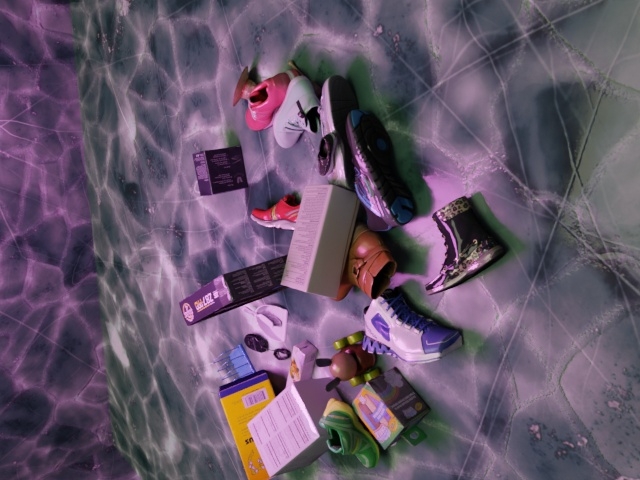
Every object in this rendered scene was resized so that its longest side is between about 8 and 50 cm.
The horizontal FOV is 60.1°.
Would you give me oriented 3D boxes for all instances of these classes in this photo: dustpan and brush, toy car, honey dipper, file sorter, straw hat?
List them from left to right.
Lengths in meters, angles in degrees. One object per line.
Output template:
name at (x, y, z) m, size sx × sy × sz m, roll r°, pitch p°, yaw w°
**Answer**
file sorter at (-0.351, 0.539, 2.277) m, size 0.170 × 0.104 × 0.118 m, roll 59°, pitch 136°, yaw 16°
straw hat at (-0.240, -0.502, 1.847) m, size 0.061 × 0.145 × 0.145 m, roll 23°, pitch 127°, yaw -3°
dustpan and brush at (-0.217, 0.287, 2.082) m, size 0.211 × 0.060 × 0.148 m, roll 26°, pitch 121°, yaw 40°
honey dipper at (-0.051, -0.496, 1.675) m, size 0.161 × 0.030 × 0.030 m, roll 54°, pitch 135°, yaw 27°
toy car at (0.065, 0.390, 1.711) m, size 0.149 × 0.188 × 0.155 m, roll -34°, pitch 77°, yaw 47°

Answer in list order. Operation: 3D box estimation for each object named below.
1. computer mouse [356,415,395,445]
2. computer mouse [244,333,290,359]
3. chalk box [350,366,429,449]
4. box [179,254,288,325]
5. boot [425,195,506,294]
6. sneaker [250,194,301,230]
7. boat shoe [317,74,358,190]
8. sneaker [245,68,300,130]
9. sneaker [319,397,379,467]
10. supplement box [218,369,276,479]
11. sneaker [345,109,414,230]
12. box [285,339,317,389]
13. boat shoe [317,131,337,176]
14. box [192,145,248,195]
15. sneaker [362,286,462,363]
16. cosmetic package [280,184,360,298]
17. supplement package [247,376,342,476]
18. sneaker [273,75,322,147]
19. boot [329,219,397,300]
computer mouse at (0.186, 0.609, 1.764) m, size 0.193 × 0.042 × 0.106 m, roll -10°, pitch 90°, yaw 54°
computer mouse at (-0.202, 0.406, 2.130) m, size 0.242 × 0.041 × 0.071 m, roll 12°, pitch 120°, yaw 38°
chalk box at (0.218, 0.509, 1.626) m, size 0.213 × 0.132 × 0.132 m, roll 50°, pitch 133°, yaw 26°
box at (-0.211, 0.140, 1.778) m, size 0.318 × 0.394 × 0.097 m, roll -32°, pitch 79°, yaw 47°
boot at (0.326, 0.018, 1.388) m, size 0.236 × 0.085 × 0.179 m, roll -41°, pitch 70°, yaw 39°
sneaker at (-0.121, -0.095, 1.849) m, size 0.278 × 0.107 × 0.119 m, roll 9°, pitch 90°, yaw 43°
boat shoe at (0.046, -0.300, 1.568) m, size 0.103 × 0.118 × 0.321 m, roll 5°, pitch 113°, yaw 43°
sneaker at (-0.186, -0.442, 1.746) m, size 0.313 × 0.136 × 0.116 m, roll -29°, pitch 80°, yaw 55°
sneaker at (0.080, 0.612, 1.713) m, size 0.109 × 0.123 × 0.296 m, roll 9°, pitch 138°, yaw 54°
supplement box at (-0.238, 0.695, 2.088) m, size 0.194 × 0.195 × 0.357 m, roll 136°, pitch 113°, yaw -76°
sneaker at (0.128, -0.186, 1.507) m, size 0.139 × 0.125 × 0.341 m, roll -25°, pitch 82°, yaw 53°
box at (-0.079, 0.509, 2.000) m, size 0.063 × 0.067 × 0.324 m, roll 34°, pitch 126°, yaw 37°
boat shoe at (0.011, -0.234, 1.528) m, size 0.049 × 0.040 × 0.142 m, roll 40°, pitch 140°, yaw 27°
box at (-0.361, -0.250, 1.993) m, size 0.093 × 0.155 × 0.159 m, roll 0°, pitch 103°, yaw 48°
sneaker at (0.221, 0.225, 1.535) m, size 0.315 × 0.127 × 0.182 m, roll -2°, pitch 103°, yaw 49°
cosmetic package at (0.000, 0.000, 1.608) m, size 0.160 × 0.113 × 0.310 m, roll 9°, pitch 85°, yaw 58°
supplement package at (-0.065, 0.620, 1.854) m, size 0.263 × 0.199 × 0.198 m, roll -47°, pitch 58°, yaw 25°
sneaker at (-0.067, -0.342, 1.654) m, size 0.151 × 0.094 × 0.256 m, roll 65°, pitch 150°, yaw 31°
boot at (0.117, 0.107, 1.594) m, size 0.284 × 0.109 × 0.220 m, roll -64°, pitch 35°, yaw 22°
